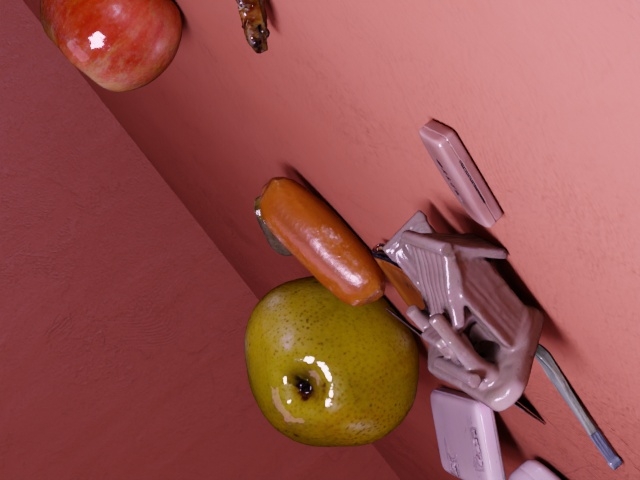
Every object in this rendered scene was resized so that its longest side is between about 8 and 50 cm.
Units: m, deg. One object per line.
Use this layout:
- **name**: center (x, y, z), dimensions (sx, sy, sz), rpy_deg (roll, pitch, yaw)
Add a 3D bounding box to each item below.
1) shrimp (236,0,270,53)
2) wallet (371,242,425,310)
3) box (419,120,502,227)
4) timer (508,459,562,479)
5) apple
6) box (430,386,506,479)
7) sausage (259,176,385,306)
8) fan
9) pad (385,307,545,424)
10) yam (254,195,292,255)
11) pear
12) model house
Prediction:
- **shrimp**: center (-0.110, -0.295, 1.557), dimensions (0.148, 0.035, 0.195), rpy_deg (41, 161, 34)
- **wallet**: center (0.149, 0.081, 1.868), dimensions (0.161, 0.042, 0.195), rpy_deg (56, 171, -17)
- **box**: center (0.133, -0.062, 1.380), dimensions (0.115, 0.025, 0.048), rpy_deg (56, 168, -32)
- **timer**: center (0.377, 0.444, 2.089), dimensions (0.262, 0.087, 0.237), rpy_deg (43, 169, 50)
- **apple**: center (-0.289, -0.308, 2.004), dimensions (0.209, 0.164, 0.209), rpy_deg (45, -178, -2)
- **box**: center (0.227, 0.309, 2.260), dimensions (0.285, 0.044, 0.142), rpy_deg (171, 87, -80)
- **sausage**: center (0.000, 0.000, 2.095), dimensions (0.238, 0.098, 0.098), rpy_deg (47, 171, 9)
- **fan**: center (0.297, 0.193, 1.675), dimensions (0.193, 0.016, 0.038), rpy_deg (54, 173, -20)
- **pad**: center (0.195, 0.170, 1.964), dimensions (0.158, 0.003, 0.235), rpy_deg (34, -178, -36)
- **yam**: center (-0.065, -0.029, 2.376), dimensions (0.070, 0.070, 0.146), rpy_deg (46, 169, 24)
- **pear**: center (0.014, 0.190, 2.253), dimensions (0.294, 0.294, 0.294), rpy_deg (48, 171, 10)
- **model house**: center (0.142, 0.060, 1.536), dimensions (0.188, 0.122, 0.229), rpy_deg (55, 173, -18)
